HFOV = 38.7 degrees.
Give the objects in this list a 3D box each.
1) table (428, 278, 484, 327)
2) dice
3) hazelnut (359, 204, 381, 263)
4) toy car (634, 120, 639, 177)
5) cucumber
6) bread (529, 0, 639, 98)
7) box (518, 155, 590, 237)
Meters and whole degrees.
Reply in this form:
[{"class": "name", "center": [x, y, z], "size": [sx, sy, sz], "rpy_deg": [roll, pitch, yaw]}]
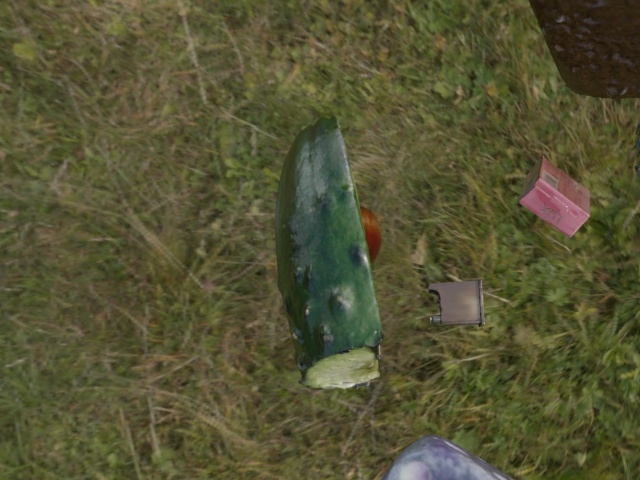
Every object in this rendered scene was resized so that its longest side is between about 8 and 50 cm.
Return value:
[{"class": "table", "center": [0.211, 0.101, 1.422], "size": [0.082, 0.083, 0.070], "rpy_deg": [-3, 82, 7]}, {"class": "dice", "center": [0.264, 0.560, 1.783], "size": [0.270, 0.271, 0.270], "rpy_deg": [29, 86, 35]}, {"class": "hazelnut", "center": [0.036, 0.014, 1.755], "size": [0.178, 0.204, 0.178], "rpy_deg": [-1, 69, 2]}, {"class": "toy car", "center": [0.610, -0.177, 1.593], "size": [0.097, 0.191, 0.100], "rpy_deg": [11, 129, 9]}, {"class": "cucumber", "center": [-0.002, -0.001, 1.040], "size": [0.105, 0.145, 0.325], "rpy_deg": [-6, 68, -2]}, {"class": "bread", "center": [0.385, -0.197, 0.756], "size": [0.417, 0.165, 0.113], "rpy_deg": [10, 57, 38]}, {"class": "box", "center": [0.404, -0.075, 1.562], "size": [0.111, 0.156, 0.060], "rpy_deg": [36, 116, 3]}]
